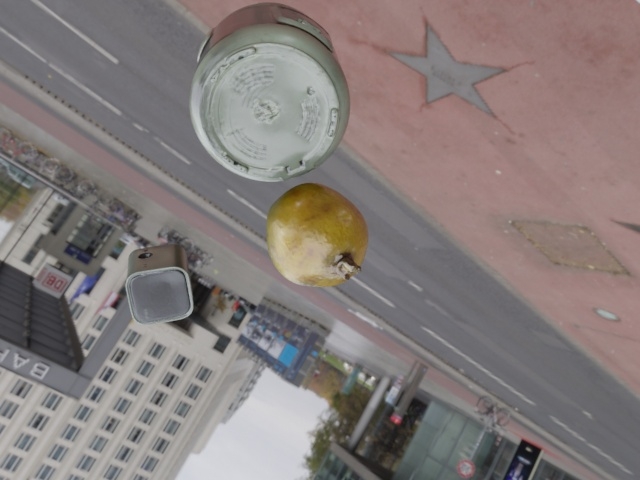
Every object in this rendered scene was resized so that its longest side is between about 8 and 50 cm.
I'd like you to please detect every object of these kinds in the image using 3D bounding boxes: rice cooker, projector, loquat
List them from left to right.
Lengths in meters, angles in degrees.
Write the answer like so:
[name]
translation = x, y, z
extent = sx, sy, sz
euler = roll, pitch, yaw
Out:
[projector]
translation = -0.226, 0.060, 0.755
extent = 0.083, 0.083, 0.082
euler = -8, -155, -14
[rice cooker]
translation = -0.099, -0.319, 1.125
extent = 0.335, 0.335, 0.325
euler = 35, -157, -24
[loquat]
translation = 0.000, 0.000, 1.043
extent = 0.213, 0.213, 0.246
euler = 40, -177, -41

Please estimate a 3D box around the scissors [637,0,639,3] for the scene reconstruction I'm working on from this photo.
[scissors]
translation = 0.473, -0.274, 0.680
extent = 0.360, 0.191, 0.029
euler = 35, -167, 3
